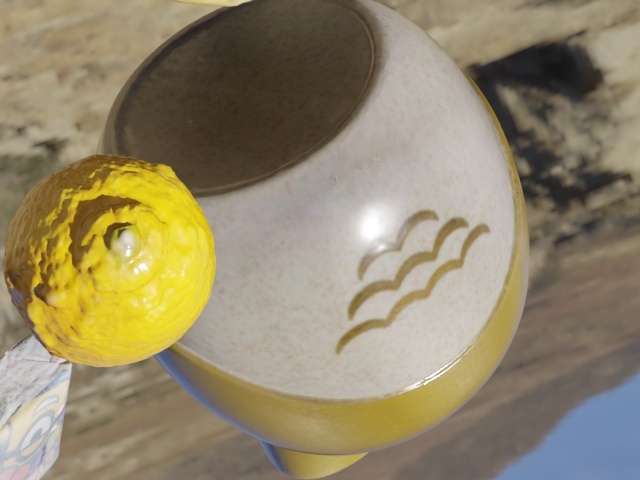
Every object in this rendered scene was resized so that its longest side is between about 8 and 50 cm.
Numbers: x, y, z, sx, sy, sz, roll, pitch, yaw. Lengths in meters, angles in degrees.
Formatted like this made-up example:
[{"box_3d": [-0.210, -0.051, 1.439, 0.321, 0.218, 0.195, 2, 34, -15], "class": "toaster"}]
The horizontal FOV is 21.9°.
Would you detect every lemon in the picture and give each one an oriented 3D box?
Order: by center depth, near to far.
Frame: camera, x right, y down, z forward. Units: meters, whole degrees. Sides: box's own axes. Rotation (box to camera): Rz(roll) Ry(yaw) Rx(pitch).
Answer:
[{"box_3d": [-0.140, 0.012, 1.099, 0.142, 0.142, 0.187, -20, 175, -17], "class": "lemon"}]

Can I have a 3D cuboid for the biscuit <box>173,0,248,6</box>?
[{"box_3d": [-0.222, -0.398, 1.543, 0.446, 0.429, 0.104, 5, 147, -18], "class": "biscuit"}]

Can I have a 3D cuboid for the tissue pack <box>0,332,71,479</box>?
[{"box_3d": [-0.272, 0.169, 1.447, 0.108, 0.060, 0.148, -44, 159, -42], "class": "tissue pack"}]

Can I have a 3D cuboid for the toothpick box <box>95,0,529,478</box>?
[{"box_3d": [0.000, 0.000, 1.637, 0.409, 0.425, 0.409, -15, -137, 14], "class": "toothpick box"}]
